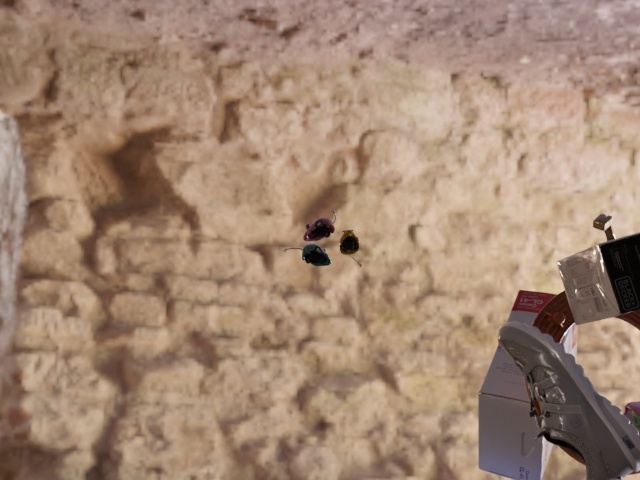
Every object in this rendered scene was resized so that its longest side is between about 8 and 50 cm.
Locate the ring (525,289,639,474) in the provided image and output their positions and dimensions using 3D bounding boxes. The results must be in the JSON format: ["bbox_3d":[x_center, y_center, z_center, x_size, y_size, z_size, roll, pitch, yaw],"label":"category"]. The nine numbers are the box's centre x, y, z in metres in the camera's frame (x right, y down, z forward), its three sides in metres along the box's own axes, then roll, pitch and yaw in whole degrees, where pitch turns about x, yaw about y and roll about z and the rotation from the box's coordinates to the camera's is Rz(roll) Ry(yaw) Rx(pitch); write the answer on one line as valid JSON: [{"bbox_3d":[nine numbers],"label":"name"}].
[{"bbox_3d":[0.508,0.232,1.744,0.337,0.336,0.032,5,160,-15],"label":"ring"}]

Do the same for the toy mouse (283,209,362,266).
[{"bbox_3d":[0.000,0.000,1.897,0.143,0.031,0.161,-10,138,0],"label":"toy mouse"}]

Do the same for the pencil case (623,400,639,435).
[{"bbox_3d":[0.600,0.238,1.528,0.284,0.124,0.124,-27,173,-9],"label":"pencil case"}]

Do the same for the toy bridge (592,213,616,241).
[{"bbox_3d":[0.531,0.034,1.886,0.026,0.188,0.063,18,-141,37],"label":"toy bridge"}]

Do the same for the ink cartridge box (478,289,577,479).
[{"bbox_3d":[0.407,0.279,1.964,0.131,0.306,0.226,11,130,23],"label":"ink cartridge box"}]

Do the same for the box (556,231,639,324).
[{"bbox_3d":[0.458,0.019,1.236,0.290,0.087,0.169,-15,173,-5],"label":"box"}]

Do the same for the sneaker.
[{"bbox_3d":[0.333,0.229,1.427,0.115,0.281,0.105,-40,147,0],"label":"sneaker"}]
